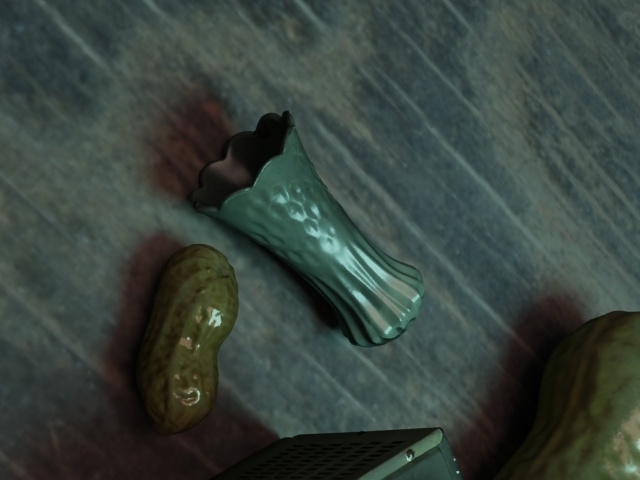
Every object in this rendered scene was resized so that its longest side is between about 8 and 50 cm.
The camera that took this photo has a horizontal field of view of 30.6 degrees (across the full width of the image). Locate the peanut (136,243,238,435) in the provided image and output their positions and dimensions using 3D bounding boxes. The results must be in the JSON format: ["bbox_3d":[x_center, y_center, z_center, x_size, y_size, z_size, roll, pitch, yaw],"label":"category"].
[{"bbox_3d":[-0.075,0.055,0.661,0.054,0.054,0.113,22,67,-30],"label":"peanut"}]

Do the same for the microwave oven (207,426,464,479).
[{"bbox_3d":[0.024,0.234,0.615,0.145,0.194,0.240,-24,93,-36],"label":"microwave oven"}]

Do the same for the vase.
[{"bbox_3d":[0.000,0.000,0.709,0.148,0.081,0.081,45,60,-23],"label":"vase"}]

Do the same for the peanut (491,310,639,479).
[{"bbox_3d":[0.172,0.171,0.782,0.274,0.111,0.125,-55,127,-25],"label":"peanut"}]
